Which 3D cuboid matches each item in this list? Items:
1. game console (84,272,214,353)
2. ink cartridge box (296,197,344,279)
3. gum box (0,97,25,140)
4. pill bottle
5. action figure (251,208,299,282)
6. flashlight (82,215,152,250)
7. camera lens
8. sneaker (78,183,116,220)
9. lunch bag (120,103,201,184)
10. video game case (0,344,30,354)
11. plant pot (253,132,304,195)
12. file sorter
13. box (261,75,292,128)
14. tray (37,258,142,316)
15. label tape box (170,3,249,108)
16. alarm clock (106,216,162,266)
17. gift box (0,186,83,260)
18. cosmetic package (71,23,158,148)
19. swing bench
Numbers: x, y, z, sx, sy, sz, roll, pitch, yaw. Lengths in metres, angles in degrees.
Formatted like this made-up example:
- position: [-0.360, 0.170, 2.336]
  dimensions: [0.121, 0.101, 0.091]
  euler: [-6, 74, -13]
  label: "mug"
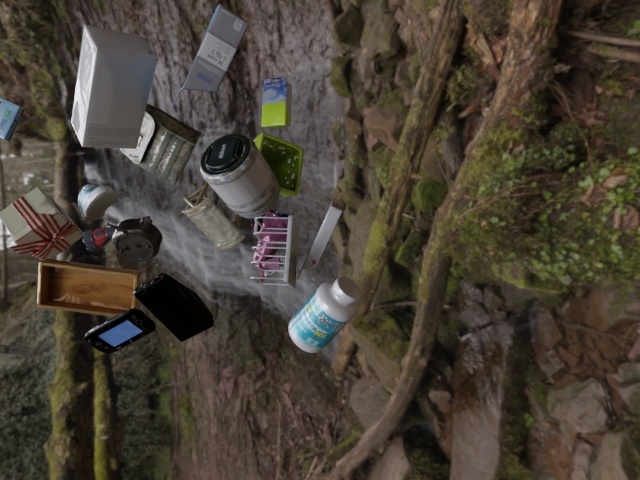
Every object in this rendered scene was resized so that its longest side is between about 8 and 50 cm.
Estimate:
- position: [-0.503, 0.239, 1.271]
  dimensions: [0.213, 0.361, 0.044]
  euler: [56, -167, -28]
  label: "game console"
- position: [0.000, 0.000, 1.955]
  dimensions: [0.371, 0.069, 0.176]
  euler: [-63, 3, 17]
  label: "ink cartridge box"
- position: [-1.393, -0.538, 1.887]
  dimensions: [0.041, 0.184, 0.157]
  euler: [176, 119, -88]
  label: "gum box"
- position: [0.018, 0.235, 1.431]
  dimensions: [0.264, 0.146, 0.146]
  euler: [-52, 28, 29]
  label: "pill bottle"
- position: [-0.250, 0.028, 2.083]
  dimensions: [0.248, 0.275, 0.371]
  euler: [29, 107, 49]
  label: "action figure"
- position: [-0.938, -0.034, 2.064]
  dimensions: [0.103, 0.303, 0.103]
  euler: [-131, 29, -63]
  label: "flashlight"
- position: [-0.293, -0.237, 1.629]
  dimensions: [0.274, 0.219, 0.220]
  euler: [57, -160, -52]
  label: "camera lens"
- position: [-1.083, -0.207, 2.088]
  dimensions: [0.365, 0.135, 0.150]
  euler: [-25, 90, 46]
  label: "sneaker"
- position: [-0.696, -0.420, 1.893]
  dimensions: [0.235, 0.286, 0.169]
  euler: [-53, 20, 26]
  label: "lunch bag"
- position: [-1.302, 0.392, 1.599]
  dimensions: [0.300, 0.328, 0.036]
  euler: [35, -128, -62]
  label: "video game case"
- position: [-0.229, -0.318, 1.967]
  dimensions: [0.207, 0.228, 0.228]
  euler: [-8, 72, 54]
  label: "plant pot"
- position: [-0.195, 0.051, 1.895]
  dimensions: [0.193, 0.172, 0.278]
  euler: [66, -154, -74]
  label: "file sorter"
- position: [-0.163, -0.514, 1.652]
  dimensions: [0.042, 0.108, 0.179]
  euler: [5, -92, -64]
  label: "box"
- position: [-1.002, 0.210, 1.926]
  dimensions: [0.076, 0.409, 0.203]
  euler: [-101, 20, -79]
  label: "tray"
- position: [-0.359, -0.556, 1.415]
  dimensions: [0.334, 0.105, 0.241]
  euler: [-61, 23, 10]
  label: "label tape box"
- position: [-0.516, 0.017, 1.263]
  dimensions: [0.192, 0.129, 0.064]
  euler: [74, -171, -47]
  label: "alarm clock"
- position: [-1.338, -0.066, 2.097]
  dimensions: [0.258, 0.255, 0.276]
  euler: [42, 168, 23]
  label: "gift box"
- position: [-0.702, -0.501, 1.491]
  dimensions: [0.155, 0.196, 0.366]
  euler: [52, 129, 28]
  label: "cosmetic package"
- position: [-0.493, -0.105, 2.033]
  dimensions: [0.253, 0.165, 0.255]
  euler: [52, -174, -29]
  label: "swing bench"
